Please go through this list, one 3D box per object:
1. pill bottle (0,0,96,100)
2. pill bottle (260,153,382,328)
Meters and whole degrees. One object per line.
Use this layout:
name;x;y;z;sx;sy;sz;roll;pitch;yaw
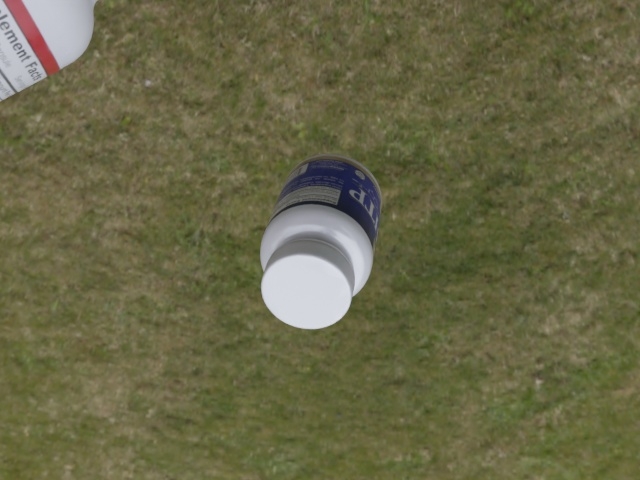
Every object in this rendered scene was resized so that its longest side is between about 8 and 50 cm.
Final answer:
pill bottle;-0.335;-0.201;0.634;0.408;0.229;0.229;-32;133;-11
pill bottle;0.000;0.000;0.803;0.112;0.186;0.112;4;122;7
